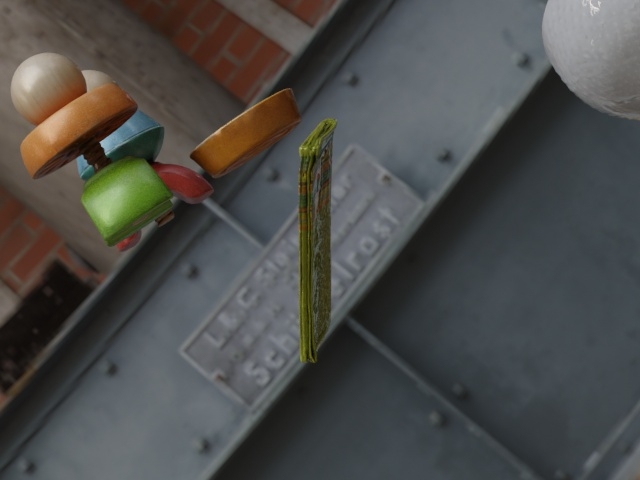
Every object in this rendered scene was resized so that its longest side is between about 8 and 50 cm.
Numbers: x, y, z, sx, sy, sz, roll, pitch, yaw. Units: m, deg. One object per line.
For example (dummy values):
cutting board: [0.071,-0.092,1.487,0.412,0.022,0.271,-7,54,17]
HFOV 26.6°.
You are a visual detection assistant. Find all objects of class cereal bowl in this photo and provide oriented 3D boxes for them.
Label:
cereal bowl: [0.435,-0.256,1.561,0.339,0.141,0.339,-19,-31,-12]

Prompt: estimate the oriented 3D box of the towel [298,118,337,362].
towel: [0.000,0.000,1.382,0.102,0.021,0.237,-54,-32,-63]

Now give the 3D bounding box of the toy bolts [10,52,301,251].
toy bolts: [-0.151,-0.103,1.151,0.218,0.158,0.228,-34,0,-12]
